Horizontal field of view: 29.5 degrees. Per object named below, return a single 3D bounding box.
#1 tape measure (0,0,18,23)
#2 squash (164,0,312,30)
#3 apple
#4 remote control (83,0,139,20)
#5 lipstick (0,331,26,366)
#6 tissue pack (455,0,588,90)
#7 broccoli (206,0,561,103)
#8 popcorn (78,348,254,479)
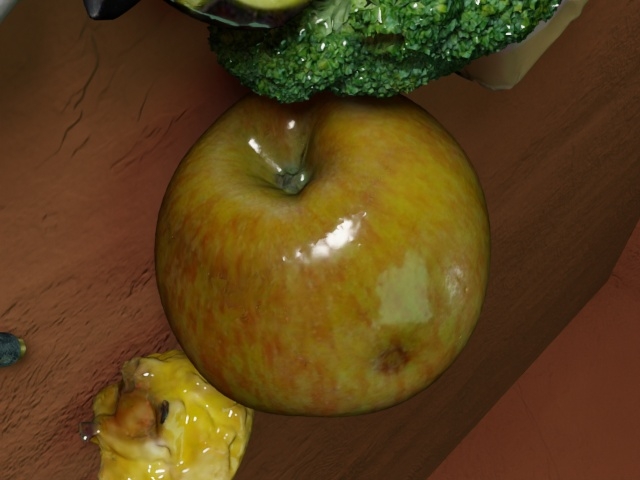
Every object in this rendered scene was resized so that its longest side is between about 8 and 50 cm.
[{"bbox_3d":[-0.191,-0.137,0.436,0.197,0.120,0.236,-27,153,-31],"label":"tape measure"},{"bbox_3d":[-0.043,-0.232,0.573,0.237,0.155,0.204,-43,159,-21],"label":"squash"},{"bbox_3d":[0.000,0.000,0.918,0.264,0.264,0.264,-46,159,-23],"label":"apple"},{"bbox_3d":[-0.077,-0.221,0.474,0.066,0.090,0.266,-6,111,-14],"label":"remote control"},{"bbox_3d":[-0.230,0.075,0.823,0.037,0.037,0.116,-56,164,5],"label":"lipstick"},{"bbox_3d":[0.172,-0.278,1.036,0.215,0.123,0.257,-49,153,-9],"label":"tissue pack"},{"bbox_3d":[0.039,-0.198,0.763,0.241,0.261,0.269,43,77,-32],"label":"broccoli"},{"bbox_3d":[-0.128,0.165,1.048,0.152,0.148,0.167,27,88,-48],"label":"popcorn"}]
